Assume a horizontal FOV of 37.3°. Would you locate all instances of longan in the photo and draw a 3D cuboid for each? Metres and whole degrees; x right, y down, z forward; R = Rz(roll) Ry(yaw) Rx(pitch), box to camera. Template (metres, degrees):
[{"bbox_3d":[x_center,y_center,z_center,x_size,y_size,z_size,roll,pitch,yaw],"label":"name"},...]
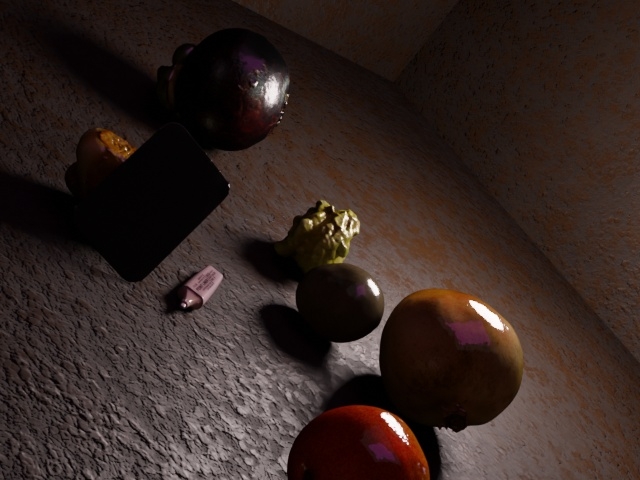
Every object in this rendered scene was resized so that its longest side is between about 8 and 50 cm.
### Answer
[{"bbox_3d":[0.040,0.128,1.969,0.187,0.167,0.167,30,21,3],"label":"longan"}]

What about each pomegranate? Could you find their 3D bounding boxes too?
[{"bbox_3d":[0.258,0.249,1.926,0.319,0.319,0.319,33,22,-15],"label":"pomegranate"},{"bbox_3d":[0.071,0.368,1.485,0.257,0.221,0.221,27,23,-48],"label":"pomegranate"}]

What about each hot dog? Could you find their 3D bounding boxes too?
[{"bbox_3d":[-0.353,-0.085,1.756,0.257,0.153,0.150,29,18,-26],"label":"hot dog"}]

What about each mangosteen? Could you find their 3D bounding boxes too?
[{"bbox_3d":[-0.231,-0.380,2.366,0.330,0.330,0.330,33,22,-15],"label":"mangosteen"}]

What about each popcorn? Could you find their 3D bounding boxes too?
[{"bbox_3d":[-0.003,-0.005,2.153,0.155,0.197,0.197,41,21,8],"label":"popcorn"}]

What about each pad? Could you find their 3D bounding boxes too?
[{"bbox_3d":[-0.298,-0.069,1.693,0.181,0.267,0.004,51,-21,-20],"label":"pad"}]

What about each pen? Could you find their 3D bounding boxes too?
[{"bbox_3d":[-0.230,0.091,1.779,0.053,0.032,0.197,39,20,-3],"label":"pen"}]
